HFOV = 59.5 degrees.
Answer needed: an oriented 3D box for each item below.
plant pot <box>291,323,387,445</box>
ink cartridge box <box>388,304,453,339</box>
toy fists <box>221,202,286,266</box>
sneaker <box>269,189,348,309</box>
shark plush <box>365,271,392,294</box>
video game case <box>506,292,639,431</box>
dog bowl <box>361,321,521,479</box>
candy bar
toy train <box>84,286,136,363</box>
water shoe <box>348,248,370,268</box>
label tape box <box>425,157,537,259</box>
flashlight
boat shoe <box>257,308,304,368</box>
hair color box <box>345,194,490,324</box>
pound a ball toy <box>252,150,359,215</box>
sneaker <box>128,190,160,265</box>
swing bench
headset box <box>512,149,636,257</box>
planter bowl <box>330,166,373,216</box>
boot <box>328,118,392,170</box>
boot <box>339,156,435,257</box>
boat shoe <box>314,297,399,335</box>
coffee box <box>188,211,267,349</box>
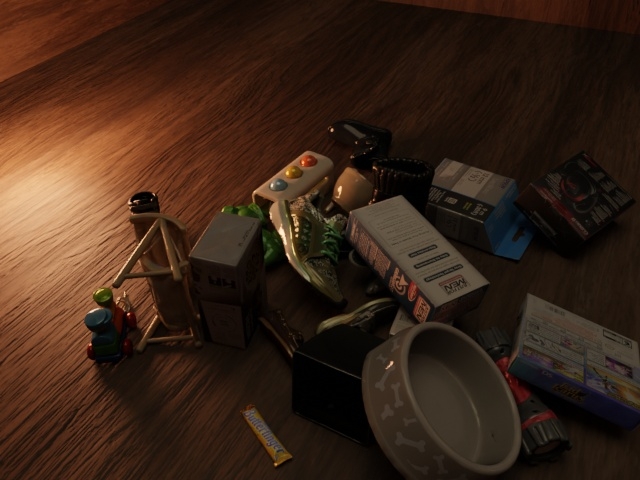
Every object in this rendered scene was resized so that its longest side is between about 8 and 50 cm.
[{"bbox_3d":[0.060,0.294,1.224,0.188,0.188,0.167,18,35,23],"label":"plant pot"},{"bbox_3d":[0.265,0.190,1.393,0.134,0.078,0.231,15,44,18],"label":"ink cartridge box"},{"bbox_3d":[-0.212,-0.017,1.649,0.142,0.096,0.279,-23,46,-20],"label":"toy fists"},{"bbox_3d":[0.000,0.000,1.508,0.182,0.158,0.410,-33,53,7],"label":"sneaker"},{"bbox_3d":[0.164,0.084,1.543,0.067,0.073,0.161,-19,39,29],"label":"shark plush"},{"bbox_3d":[0.562,0.257,1.237,0.270,0.061,0.244,25,34,11],"label":"video game case"},{"bbox_3d":[0.248,0.315,1.094,0.349,0.102,0.348,24,41,-23],"label":"dog bowl"},{"bbox_3d":[-0.120,0.416,1.205,0.040,0.018,0.161,-26,47,-25],"label":"candy bar"},{"bbox_3d":[-0.533,0.172,1.415,0.105,0.143,0.248,-7,41,-5],"label":"toy train"},{"bbox_3d":[0.160,0.035,1.539,0.203,0.080,0.072,-16,83,-24],"label":"water shoe"},{"bbox_3d":[0.477,-0.102,1.690,0.348,0.115,0.249,22,47,28],"label":"label tape box"},{"bbox_3d":[0.423,0.323,1.216,0.103,0.103,0.304,-12,43,-6],"label":"flashlight"},{"bbox_3d":[-0.078,0.238,1.364,0.073,0.073,0.207,-25,46,-20],"label":"boat shoe"},{"bbox_3d":[0.228,0.047,1.391,0.174,0.105,0.347,-19,50,-26],"label":"hair color box"},{"bbox_3d":[-0.036,-0.178,1.791,0.208,0.135,0.319,24,48,28],"label":"pound a ball toy"},{"bbox_3d":[-0.506,-0.033,1.647,0.105,0.146,0.295,-15,44,-16],"label":"sneaker"},{"bbox_3d":[-0.389,0.101,1.405,0.165,0.253,0.254,-4,42,-2],"label":"swing bench"},{"bbox_3d":[0.725,-0.104,1.625,0.293,0.110,0.218,-30,71,-27],"label":"headset box"},{"bbox_3d":[0.101,-0.131,1.731,0.109,0.162,0.162,-47,52,-6],"label":"planter bowl"},{"bbox_3d":[0.129,-0.341,1.997,0.247,0.094,0.207,12,39,8],"label":"boot"},{"bbox_3d":[0.146,-0.100,1.594,0.348,0.260,0.131,-10,41,-7],"label":"boot"},{"bbox_3d":[0.099,0.212,1.386,0.224,0.080,0.073,-19,49,-10],"label":"boat shoe"},{"bbox_3d":[-0.215,0.102,1.360,0.119,0.297,0.168,11,42,11],"label":"coffee box"}]
